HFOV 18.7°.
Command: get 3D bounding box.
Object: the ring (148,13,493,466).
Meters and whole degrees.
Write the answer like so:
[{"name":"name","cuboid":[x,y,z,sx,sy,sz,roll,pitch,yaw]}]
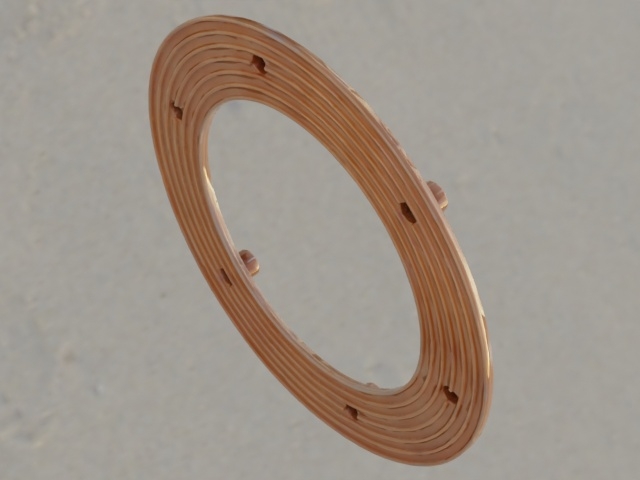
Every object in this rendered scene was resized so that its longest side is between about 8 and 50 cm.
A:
[{"name":"ring","cuboid":[0.000,0.000,1.275,0.032,0.336,0.337,-33,96,-28]}]
